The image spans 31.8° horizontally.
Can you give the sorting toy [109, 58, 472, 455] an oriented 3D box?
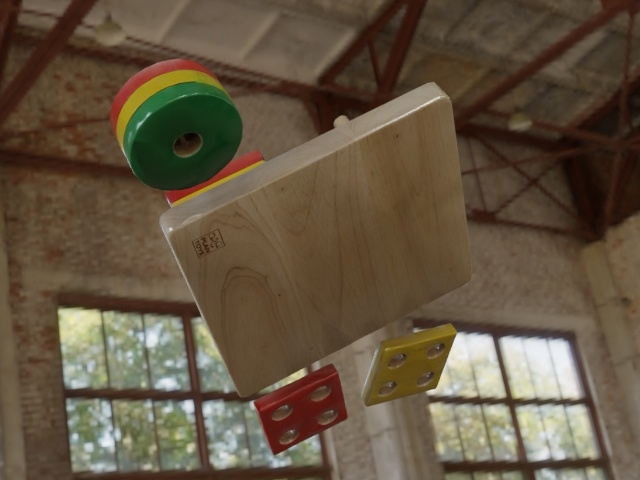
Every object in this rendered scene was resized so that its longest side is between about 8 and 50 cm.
[{"bbox_3d":[0.000,0.000,0.528,0.132,0.046,0.274,-27,-39,-8],"label":"sorting toy"}]
